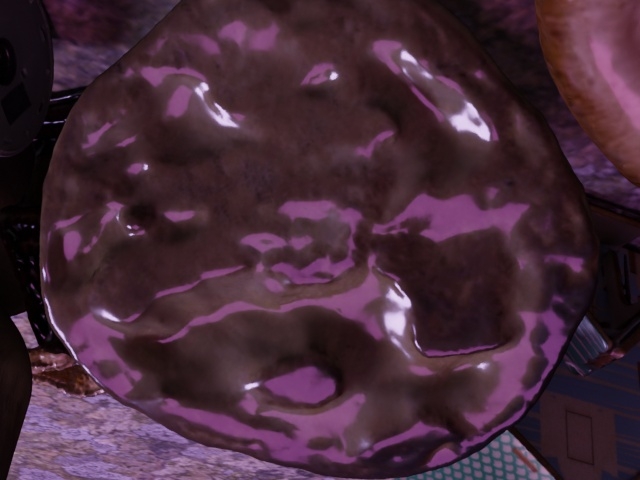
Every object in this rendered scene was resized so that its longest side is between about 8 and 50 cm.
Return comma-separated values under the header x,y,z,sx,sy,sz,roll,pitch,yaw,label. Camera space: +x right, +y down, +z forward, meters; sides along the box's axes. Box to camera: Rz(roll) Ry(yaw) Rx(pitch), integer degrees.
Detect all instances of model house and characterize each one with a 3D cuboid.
x,y,z,sx,sy,sz,roll,pitch,yaw,label
0.139,0.094,0.634,0.271,0.206,0.178,20,147,-18,model house
-0.108,-0.005,0.587,0.165,0.152,0.106,-5,152,23,model house

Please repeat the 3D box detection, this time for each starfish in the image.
x,y,z,sx,sy,sz,roll,pitch,yaw,label
-0.092,0.092,0.795,0.303,0.060,0.299,-11,159,30,starfish

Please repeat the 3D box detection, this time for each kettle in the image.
x,y,z,sx,sy,sz,roll,pitch,yaw,label
-0.234,-0.104,0.504,0.148,0.098,0.127,5,154,11,kettle

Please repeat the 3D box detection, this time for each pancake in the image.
x,y,z,sx,sy,sz,roll,pitch,yaw,label
0.000,0.000,0.511,0.295,0.049,0.294,1,105,5,pancake

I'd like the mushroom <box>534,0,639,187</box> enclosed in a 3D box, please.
x,y,z,sx,sy,sz,roll,pitch,yaw,label
0.220,-0.101,0.361,0.278,0.146,0.278,12,140,11,mushroom

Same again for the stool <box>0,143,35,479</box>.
x,y,z,sx,sy,sz,roll,pitch,yaw,label
-0.270,0.065,0.623,0.179,0.264,0.179,5,148,3,stool
